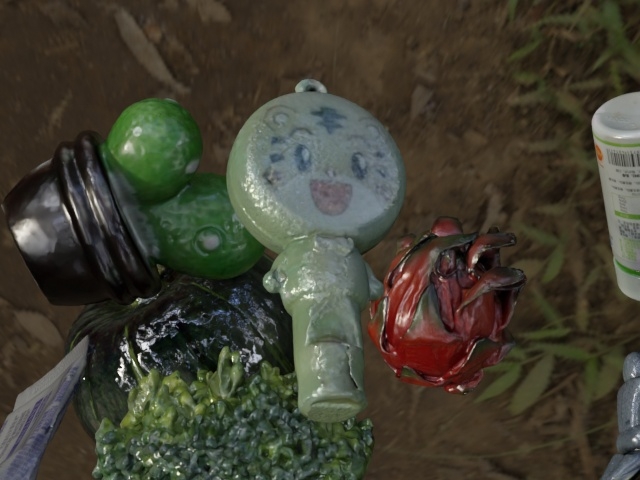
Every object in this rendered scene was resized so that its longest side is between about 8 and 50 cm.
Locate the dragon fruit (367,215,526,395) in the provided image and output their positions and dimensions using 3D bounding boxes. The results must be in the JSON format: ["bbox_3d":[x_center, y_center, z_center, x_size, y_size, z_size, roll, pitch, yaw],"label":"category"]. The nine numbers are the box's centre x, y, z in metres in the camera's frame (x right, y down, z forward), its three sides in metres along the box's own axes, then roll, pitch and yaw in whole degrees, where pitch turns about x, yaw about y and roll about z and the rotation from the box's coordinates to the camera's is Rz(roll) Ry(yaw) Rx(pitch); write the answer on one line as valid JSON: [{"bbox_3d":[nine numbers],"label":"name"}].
[{"bbox_3d":[0.103,0.055,1.248,0.130,0.121,0.142,-1,98,7],"label":"dragon fruit"}]

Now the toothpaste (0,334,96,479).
[{"bbox_3d":[-0.255,0.188,1.235,0.099,0.282,0.068,-9,122,17],"label":"toothpaste"}]

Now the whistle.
[{"bbox_3d":[0.000,0.000,1.042,0.126,0.067,0.258,5,59,-16],"label":"whistle"}]

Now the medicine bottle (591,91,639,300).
[{"bbox_3d":[0.305,-0.040,1.411,0.086,0.086,0.183,-19,121,-7],"label":"medicine bottle"}]

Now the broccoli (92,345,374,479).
[{"bbox_3d":[-0.085,0.259,1.532,0.277,0.317,0.338,17,103,14],"label":"broccoli"}]

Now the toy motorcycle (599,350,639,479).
[{"bbox_3d":[0.278,0.145,1.199,0.124,0.061,0.193,41,65,2],"label":"toy motorcycle"}]

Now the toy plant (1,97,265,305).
[{"bbox_3d":[-0.181,-0.027,1.518,0.235,0.218,0.175,-22,39,1],"label":"toy plant"}]

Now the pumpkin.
[{"bbox_3d":[-0.164,0.144,1.914,0.323,0.323,0.241,-39,116,-10],"label":"pumpkin"}]
